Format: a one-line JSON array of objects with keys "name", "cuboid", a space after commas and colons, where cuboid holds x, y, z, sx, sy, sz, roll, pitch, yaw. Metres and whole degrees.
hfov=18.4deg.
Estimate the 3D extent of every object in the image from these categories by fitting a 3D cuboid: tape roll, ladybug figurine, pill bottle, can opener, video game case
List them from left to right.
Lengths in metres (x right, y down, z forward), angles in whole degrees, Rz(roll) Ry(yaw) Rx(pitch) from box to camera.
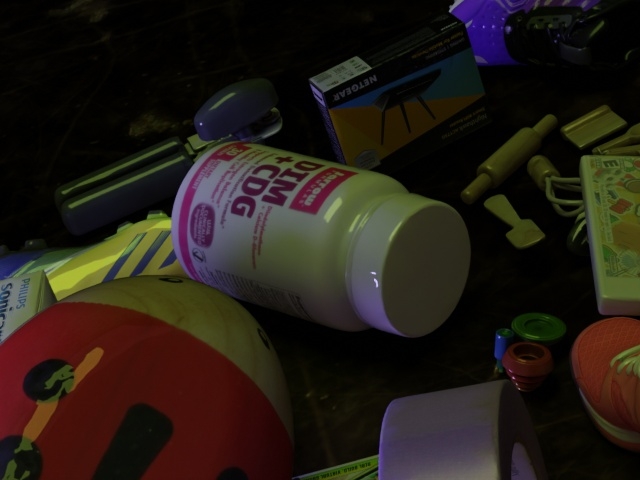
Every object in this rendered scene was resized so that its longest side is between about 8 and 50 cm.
[{"name": "ladybug figurine", "cuboid": [-0.178, 0.212, 1.634, 0.305, 0.162, 0.449, 29, 63, -4]}, {"name": "can opener", "cuboid": [-0.178, -0.105, 2.274, 0.283, 0.095, 0.076, -24, 33, -7]}, {"name": "pill bottle", "cuboid": [0.000, 0.000, 1.971, 0.283, 0.160, 0.160, 15, 47, 41]}, {"name": "tape roll", "cuboid": [0.120, 0.245, 1.454, 0.090, 0.275, 0.275, -11, 34, 14]}, {"name": "video game case", "cuboid": [0.356, -0.006, 1.861, 0.206, 0.026, 0.227, 2, 37, 1]}]

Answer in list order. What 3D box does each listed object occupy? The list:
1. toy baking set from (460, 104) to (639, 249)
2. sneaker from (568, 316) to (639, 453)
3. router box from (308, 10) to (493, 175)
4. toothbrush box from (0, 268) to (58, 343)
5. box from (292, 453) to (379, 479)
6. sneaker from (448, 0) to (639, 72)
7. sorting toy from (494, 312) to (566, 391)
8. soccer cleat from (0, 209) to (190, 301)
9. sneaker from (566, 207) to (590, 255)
[{"name": "toy baking set", "cuboid": [0.242, -0.075, 2.039, 0.256, 0.030, 0.196, -38, 26, -30]}, {"name": "sneaker", "cuboid": [0.306, 0.125, 1.656, 0.116, 0.136, 0.314, -25, 33, -11]}, {"name": "router box", "cuboid": [0.090, -0.154, 2.171, 0.179, 0.133, 0.046, -28, 33, -11]}, {"name": "toothbrush box", "cuboid": [-0.364, 0.176, 1.858, 0.295, 0.216, 0.126, -14, 33, 10]}, {"name": "box", "cuboid": [0.070, 0.231, 1.716, 0.207, 0.036, 0.114, -16, 34, 5]}, {"name": "sneaker", "cuboid": [0.276, -0.240, 2.228, 0.293, 0.102, 0.146, -11, 35, 13]}, {"name": "sorting toy", "cuboid": [0.192, 0.107, 1.837, 0.061, 0.042, 0.102, 10, 29, 15]}, {"name": "soccer cleat", "cuboid": [-0.225, 0.047, 2.110, 0.289, 0.093, 0.121, -12, 59, 6]}, {"name": "sneaker", "cuboid": [0.273, -0.019, 1.975, 0.043, 0.040, 0.109, -2, 30, 43]}]
